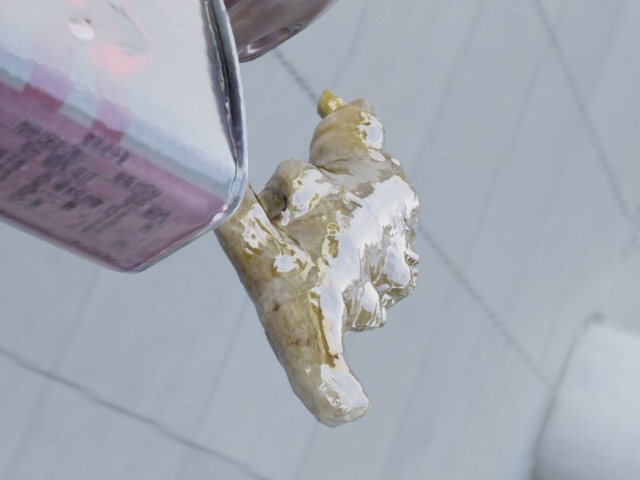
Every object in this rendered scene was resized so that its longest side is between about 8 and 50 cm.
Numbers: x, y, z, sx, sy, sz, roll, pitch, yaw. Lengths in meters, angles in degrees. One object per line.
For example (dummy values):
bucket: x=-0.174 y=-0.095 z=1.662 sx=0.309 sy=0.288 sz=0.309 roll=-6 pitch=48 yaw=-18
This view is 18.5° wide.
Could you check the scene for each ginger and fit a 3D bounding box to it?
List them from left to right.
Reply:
ginger: x=0.001 y=-0.001 z=1.401 sx=0.080 sy=0.166 sz=0.333 roll=-44 pitch=-172 yaw=33

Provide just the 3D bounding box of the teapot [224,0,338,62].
teapot: x=-0.132 y=-0.186 z=0.776 sx=0.315 sy=0.312 sz=0.233 roll=-31 pitch=-165 yaw=35

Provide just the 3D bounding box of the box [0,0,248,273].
box: x=-0.122 y=-0.080 z=0.582 sx=0.224 sy=0.069 sz=0.120 roll=29 pitch=40 yaw=-44
